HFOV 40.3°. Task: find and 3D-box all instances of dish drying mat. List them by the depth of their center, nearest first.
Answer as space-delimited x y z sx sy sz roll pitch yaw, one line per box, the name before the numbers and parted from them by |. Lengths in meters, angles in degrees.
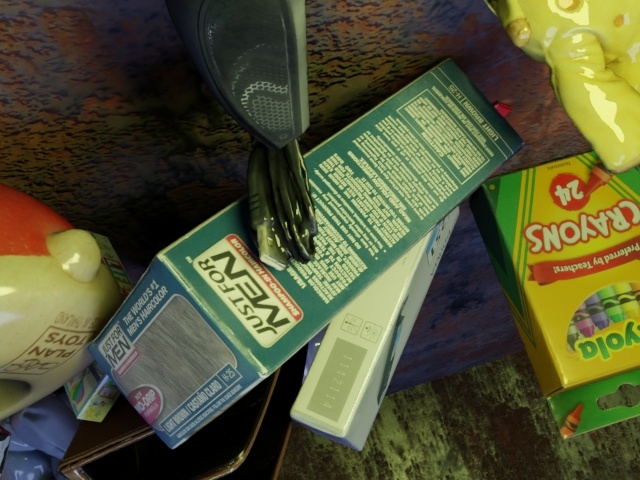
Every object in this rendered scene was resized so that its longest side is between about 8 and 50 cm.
dish drying mat | 0.154 -0.114 0.889 0.083 0.008 0.032 -31 157 34

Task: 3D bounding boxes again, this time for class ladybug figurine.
ladybug figurine | -0.359 0.076 0.697 0.449 0.162 0.305 -24 162 16

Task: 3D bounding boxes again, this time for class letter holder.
letter holder | -0.085 0.127 0.873 0.214 0.152 0.302 -29 -156 25

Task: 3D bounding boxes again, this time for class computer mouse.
computer mouse | -0.044 -0.117 0.478 0.072 0.188 0.272 -4 152 -1

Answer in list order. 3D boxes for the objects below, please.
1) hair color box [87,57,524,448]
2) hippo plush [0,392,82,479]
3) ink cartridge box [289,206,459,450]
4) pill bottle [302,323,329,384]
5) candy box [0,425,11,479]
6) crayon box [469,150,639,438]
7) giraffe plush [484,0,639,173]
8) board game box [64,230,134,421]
hair color box | 0.000 0.000 0.690 0.347 0.105 0.174 -38 176 -39
hippo plush | -0.345 0.289 1.364 0.294 0.234 0.236 -13 -161 34
ink cartridge box | 0.073 0.084 0.972 0.066 0.296 0.261 21 167 15
pill bottle | -0.120 0.173 1.219 0.283 0.161 0.161 -16 162 -9
candy box | -0.521 0.242 1.049 0.159 0.071 0.233 20 -171 36
crayon box | 0.333 0.055 1.057 0.202 0.318 0.081 -16 162 -9
giraffe plush | 0.213 -0.173 0.588 0.170 0.181 0.210 -36 122 19
board game box | -0.210 0.076 0.808 0.026 0.154 0.103 22 110 -44
